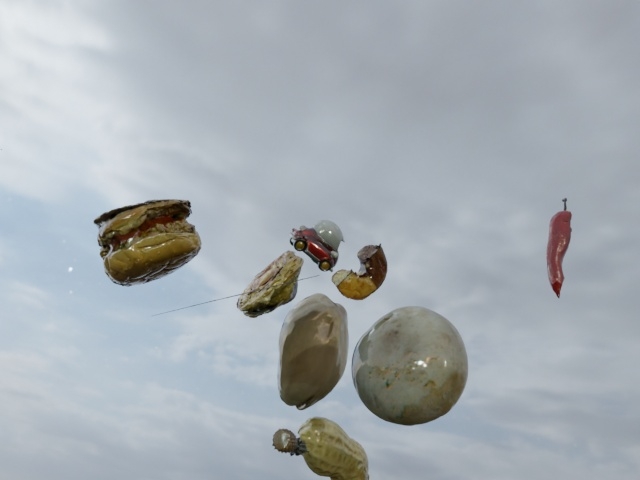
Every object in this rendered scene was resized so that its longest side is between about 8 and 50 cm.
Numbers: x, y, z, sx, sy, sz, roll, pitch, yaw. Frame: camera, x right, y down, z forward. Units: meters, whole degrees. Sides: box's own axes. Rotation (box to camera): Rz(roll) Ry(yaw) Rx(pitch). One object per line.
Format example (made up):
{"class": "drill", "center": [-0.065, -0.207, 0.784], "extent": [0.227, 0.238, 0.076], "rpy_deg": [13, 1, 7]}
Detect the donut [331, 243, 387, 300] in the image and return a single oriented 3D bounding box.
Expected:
{"class": "donut", "center": [0.139, 0.120, 2.000], "extent": [0.085, 0.217, 0.141], "rpy_deg": [23, -34, 59]}

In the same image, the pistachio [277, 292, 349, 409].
{"class": "pistachio", "center": [-0.029, 0.311, 1.592], "extent": [0.207, 0.332, 0.226], "rpy_deg": [14, -4, -44]}

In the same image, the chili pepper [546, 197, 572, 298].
{"class": "chili pepper", "center": [0.516, 0.004, 1.240], "extent": [0.050, 0.268, 0.059], "rpy_deg": [20, -29, 3]}

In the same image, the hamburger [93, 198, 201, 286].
{"class": "hamburger", "center": [-0.398, 0.004, 1.330], "extent": [0.244, 0.163, 0.244], "rpy_deg": [-15, -8, -2]}

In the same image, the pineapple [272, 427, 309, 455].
{"class": "pineapple", "center": [-0.069, 0.486, 1.368], "extent": [0.058, 0.058, 0.124], "rpy_deg": [0, -25, 23]}

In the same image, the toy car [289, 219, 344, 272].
{"class": "toy car", "center": [0.000, 0.000, 1.414], "extent": [0.139, 0.112, 0.112], "rpy_deg": [39, 1, -16]}

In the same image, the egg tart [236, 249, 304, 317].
{"class": "egg tart", "center": [-0.165, 0.169, 2.023], "extent": [0.297, 0.297, 0.132], "rpy_deg": [-19, -62, 44]}

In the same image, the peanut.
{"class": "peanut", "center": [0.045, 0.614, 1.611], "extent": [0.147, 0.147, 0.305], "rpy_deg": [-15, -52, 41]}

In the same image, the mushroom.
{"class": "mushroom", "center": [0.196, 0.265, 1.180], "extent": [0.243, 0.244, 0.244], "rpy_deg": [10, -29, 5]}

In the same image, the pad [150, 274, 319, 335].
{"class": "pad", "center": [-0.153, 0.144, 1.302], "extent": [0.314, 0.063, 0.375], "rpy_deg": [-17, -4, 35]}
